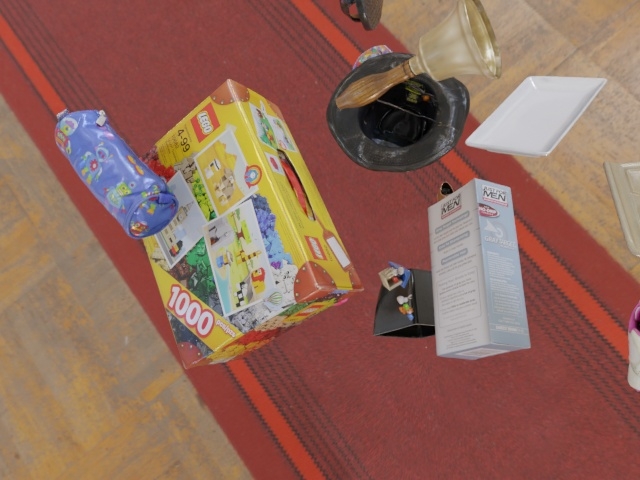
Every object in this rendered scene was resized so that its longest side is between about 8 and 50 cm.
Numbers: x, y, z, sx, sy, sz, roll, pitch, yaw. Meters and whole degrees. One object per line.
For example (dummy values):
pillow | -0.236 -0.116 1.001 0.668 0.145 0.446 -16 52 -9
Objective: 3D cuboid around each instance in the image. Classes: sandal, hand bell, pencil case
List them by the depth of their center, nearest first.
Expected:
hand bell | 0.123 -0.249 0.759 0.242 0.126 0.126 -16 74 35
pencil case | -0.422 -0.147 1.075 0.306 0.119 0.133 47 113 17
sandal | 0.122 -0.737 1.579 0.107 0.445 0.167 -6 120 15

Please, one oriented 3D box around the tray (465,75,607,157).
tray | 0.379 -0.216 0.908 0.145 0.030 0.270 18 49 38

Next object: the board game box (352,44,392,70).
board game box | 0.163 -0.434 1.385 0.133 0.033 0.168 -44 89 11

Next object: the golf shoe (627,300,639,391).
golf shoe | 0.651 0.151 0.977 0.115 0.306 0.140 -6 114 42

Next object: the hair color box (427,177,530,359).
hair color box | 0.352 0.069 1.194 0.114 0.185 0.374 10 67 -23

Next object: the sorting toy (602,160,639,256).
sorting toy | 0.581 -0.017 0.798 0.229 0.041 0.307 1 49 13

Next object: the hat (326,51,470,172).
hat | 0.168 -0.261 1.176 0.331 0.134 0.331 0 63 1

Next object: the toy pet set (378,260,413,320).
toy pet set | 0.194 0.102 1.215 0.065 0.114 0.122 -28 116 -9

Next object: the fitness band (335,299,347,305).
fitness band | 0.009 0.079 1.686 0.054 0.209 0.290 -29 55 18

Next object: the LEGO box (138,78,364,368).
LEGO box | -0.190 -0.027 1.158 0.372 0.193 0.500 -34 69 23

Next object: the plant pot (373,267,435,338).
plant pot | 0.268 0.179 1.472 0.187 0.188 0.167 10 66 -31

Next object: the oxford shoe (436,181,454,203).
oxford shoe | 0.425 -0.108 1.726 0.076 0.076 0.212 -8 50 1
